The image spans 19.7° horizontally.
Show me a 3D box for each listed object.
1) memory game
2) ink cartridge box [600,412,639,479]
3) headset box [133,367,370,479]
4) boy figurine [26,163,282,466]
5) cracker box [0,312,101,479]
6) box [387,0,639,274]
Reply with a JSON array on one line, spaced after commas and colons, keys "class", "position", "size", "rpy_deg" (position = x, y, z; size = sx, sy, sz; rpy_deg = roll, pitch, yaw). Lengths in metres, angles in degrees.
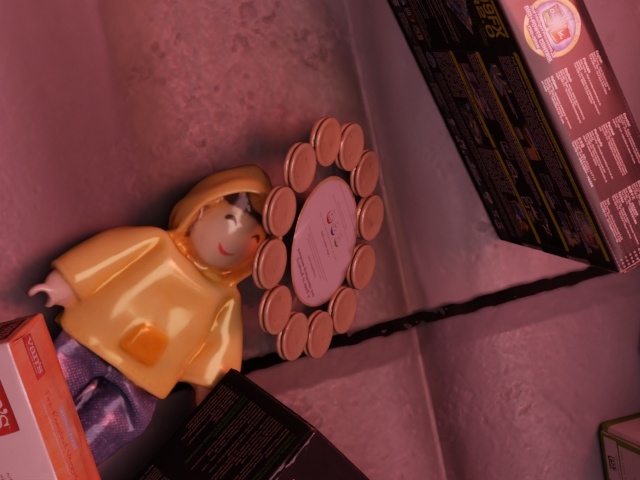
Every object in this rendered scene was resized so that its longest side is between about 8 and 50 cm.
[{"class": "memory game", "position": [0.000, 0.000, 1.369], "size": [0.186, 0.012, 0.186], "rpy_deg": [-33, 129, -54]}, {"class": "ink cartridge box", "position": [0.362, 0.191, 1.445], "size": [0.188, 0.255, 0.097], "rpy_deg": [-13, 101, -16]}, {"class": "headset box", "position": [-0.034, 0.283, 1.361], "size": [0.246, 0.131, 0.283], "rpy_deg": [-48, 125, -8]}, {"class": "boy figurine", "position": [-0.123, 0.066, 1.357], "size": [0.285, 0.092, 0.177], "rpy_deg": [-47, 105, -5]}, {"class": "cracker box", "position": [-0.278, 0.154, 1.268], "size": [0.232, 0.067, 0.156], "rpy_deg": [-14, 102, 17]}, {"class": "box", "position": [0.143, -0.116, 1.355], "size": [0.060, 0.216, 0.270], "rpy_deg": [-30, 104, -13]}]
